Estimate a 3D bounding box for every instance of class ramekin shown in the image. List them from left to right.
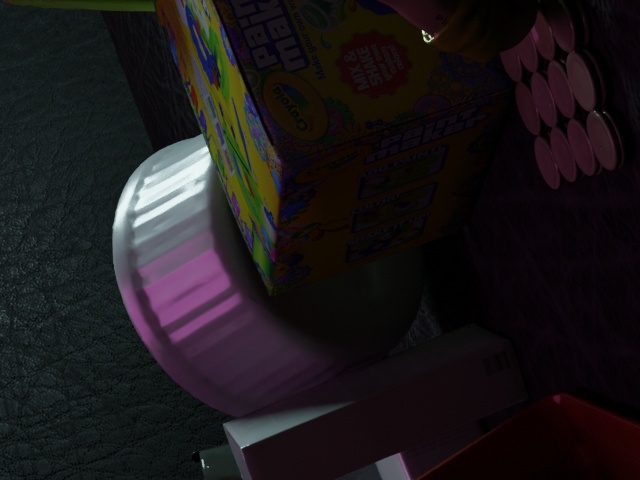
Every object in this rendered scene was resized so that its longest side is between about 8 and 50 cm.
[{"bbox_3d":[-0.036,0.011,1.435,0.135,0.277,0.277,-31,77,43],"label":"ramekin"}]

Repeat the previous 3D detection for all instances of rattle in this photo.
[{"bbox_3d":[0.094,-0.207,0.932,0.199,0.130,0.142,-69,-2,-52],"label":"rattle"}]

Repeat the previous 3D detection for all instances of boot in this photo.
[{"bbox_3d":[-0.085,0.341,2.142,0.198,0.137,0.077,-115,10,-48],"label":"boot"}]

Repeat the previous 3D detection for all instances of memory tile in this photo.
[{"bbox_3d":[0.147,-0.091,0.983,0.148,0.012,0.113,158,92,-81],"label":"memory tile"}]

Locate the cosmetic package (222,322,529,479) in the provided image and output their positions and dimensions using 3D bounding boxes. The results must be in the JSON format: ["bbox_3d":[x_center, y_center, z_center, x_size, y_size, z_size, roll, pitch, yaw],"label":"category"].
[{"bbox_3d":[0.045,0.144,1.334,0.099,0.239,0.060,-149,39,-76],"label":"cosmetic package"}]

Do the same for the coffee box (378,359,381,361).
[{"bbox_3d":[0.017,0.153,1.880,0.040,0.113,0.184,-133,23,-63],"label":"coffee box"}]

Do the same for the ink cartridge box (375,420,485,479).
[{"bbox_3d":[0.126,0.257,1.547,0.158,0.092,0.217,112,136,-76],"label":"ink cartridge box"}]

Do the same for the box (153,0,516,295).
[{"bbox_3d":[-0.007,-0.153,1.221,0.279,0.177,0.290,98,151,-70],"label":"box"}]

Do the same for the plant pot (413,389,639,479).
[{"bbox_3d":[0.149,0.284,1.054,0.235,0.267,0.267,60,172,-8],"label":"plant pot"}]

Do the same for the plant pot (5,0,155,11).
[{"bbox_3d":[-0.154,-0.340,1.373,0.227,0.228,0.207,-34,67,50],"label":"plant pot"}]

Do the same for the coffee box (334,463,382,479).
[{"bbox_3d":[0.032,0.299,2.118,0.141,0.098,0.246,-118,13,-47],"label":"coffee box"}]
